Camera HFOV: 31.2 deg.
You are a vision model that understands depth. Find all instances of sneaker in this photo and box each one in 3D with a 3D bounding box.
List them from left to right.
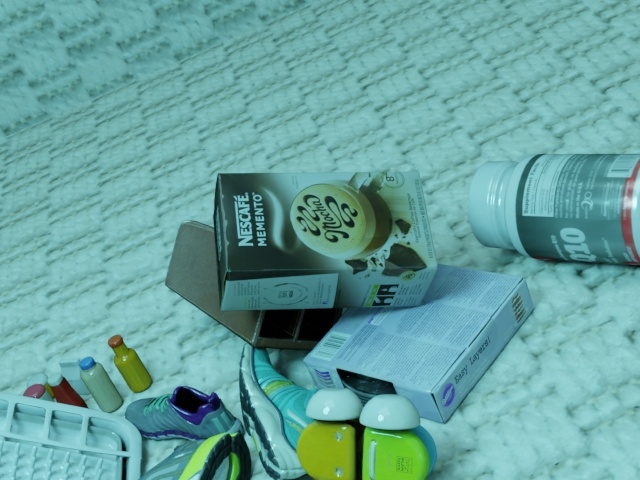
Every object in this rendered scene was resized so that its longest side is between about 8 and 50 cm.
[{"bbox_3d":[-0.209,0.371,1.523,0.121,0.111,0.300,-10,22,36],"label":"sneaker"},{"bbox_3d":[-0.216,0.245,1.715,0.224,0.098,0.083,2,39,36],"label":"sneaker"},{"bbox_3d":[-0.053,0.242,1.639,0.110,0.107,0.275,-10,32,-15],"label":"sneaker"}]

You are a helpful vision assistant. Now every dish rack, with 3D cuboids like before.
[{"bbox_3d":[-0.397,0.352,1.595,0.286,0.072,0.333,14,27,-16],"label":"dish rack"}]

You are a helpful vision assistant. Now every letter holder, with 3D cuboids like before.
[{"bbox_3d":[-0.096,0.023,1.823,0.152,0.214,0.302,7,12,-36],"label":"letter holder"}]

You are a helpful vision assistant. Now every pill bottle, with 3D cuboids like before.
[{"bbox_3d":[0.376,-0.049,1.707,0.283,0.161,0.161,3,40,38],"label":"pill bottle"}]

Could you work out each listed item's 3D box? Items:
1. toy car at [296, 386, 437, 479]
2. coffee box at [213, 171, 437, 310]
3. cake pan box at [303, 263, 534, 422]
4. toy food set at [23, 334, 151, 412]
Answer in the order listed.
[{"bbox_3d":[0.067,0.270,1.467,0.182,0.159,0.136,2,2,32],"label":"toy car"},{"bbox_3d":[0.000,0.000,1.637,0.297,0.119,0.168,-1,59,-11],"label":"coffee box"},{"bbox_3d":[0.141,0.138,1.671,0.246,0.070,0.267,6,41,43],"label":"cake pan box"},{"bbox_3d":[-0.405,0.225,1.868,0.232,0.104,0.111,-6,35,27],"label":"toy food set"}]
